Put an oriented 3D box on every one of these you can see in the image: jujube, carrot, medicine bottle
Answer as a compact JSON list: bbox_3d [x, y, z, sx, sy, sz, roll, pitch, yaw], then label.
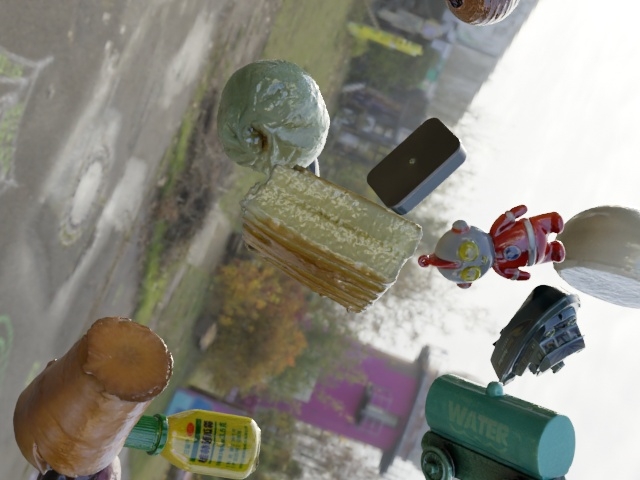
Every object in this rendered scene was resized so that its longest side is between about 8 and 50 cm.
[{"bbox_3d":[-0.538,0.541,1.926,0.236,0.168,0.168,-54,173,-24],"label":"jujube"},{"bbox_3d":[-0.349,0.226,1.356,0.254,0.196,0.196,-51,-168,45],"label":"carrot"},{"bbox_3d":[-0.259,0.348,1.578,0.076,0.308,0.111,141,-42,-63],"label":"medicine bottle"}]

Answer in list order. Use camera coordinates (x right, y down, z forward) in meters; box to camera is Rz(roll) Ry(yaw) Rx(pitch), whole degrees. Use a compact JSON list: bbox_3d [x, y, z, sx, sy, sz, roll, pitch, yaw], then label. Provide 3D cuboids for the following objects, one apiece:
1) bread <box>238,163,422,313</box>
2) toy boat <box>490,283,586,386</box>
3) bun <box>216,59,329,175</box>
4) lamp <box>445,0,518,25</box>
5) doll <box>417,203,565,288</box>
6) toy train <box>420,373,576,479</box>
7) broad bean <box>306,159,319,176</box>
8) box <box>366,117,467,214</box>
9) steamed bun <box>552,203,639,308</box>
[{"bbox_3d":[0.000,0.000,1.331,0.111,0.246,0.239,-62,180,-18],"label":"bread"},{"bbox_3d":[0.371,0.161,1.501,0.114,0.122,0.296,-25,157,-16],"label":"toy boat"},{"bbox_3d":[-0.082,-0.195,1.459,0.118,0.195,0.195,-55,168,-59],"label":"bun"},{"bbox_3d":[0.265,-0.421,1.467,0.136,0.136,0.136,21,90,-89],"label":"lamp"},{"bbox_3d":[0.279,0.014,1.465,0.076,0.244,0.142,-114,-165,-65],"label":"doll"},{"bbox_3d":[0.219,0.257,1.135,0.248,0.101,0.159,10,-80,55],"label":"toy train"},{"bbox_3d":[-0.029,-0.146,1.872,0.065,0.046,0.255,-6,93,-54],"label":"broad bean"},{"bbox_3d":[0.125,-0.094,1.156,0.126,0.031,0.091,-43,-141,7],"label":"box"},{"bbox_3d":[0.627,0.021,1.846,0.283,0.282,0.177,107,3,-77],"label":"steamed bun"}]
